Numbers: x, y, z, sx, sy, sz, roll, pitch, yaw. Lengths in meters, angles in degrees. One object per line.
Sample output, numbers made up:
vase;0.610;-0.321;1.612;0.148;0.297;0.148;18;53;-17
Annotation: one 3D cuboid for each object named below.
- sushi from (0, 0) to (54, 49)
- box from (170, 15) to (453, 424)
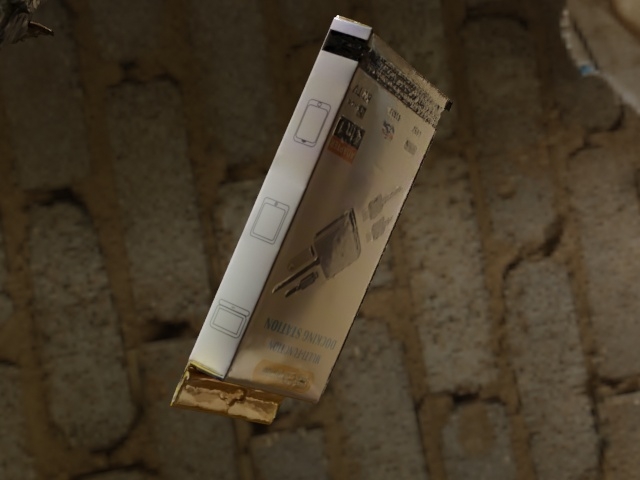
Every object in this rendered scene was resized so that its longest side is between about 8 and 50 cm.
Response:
sushi;-0.313;-0.313;1.184;0.343;0.196;0.182;-67;-9;29
box;0.000;0.000;0.783;0.129;0.033;0.247;25;-92;-61
